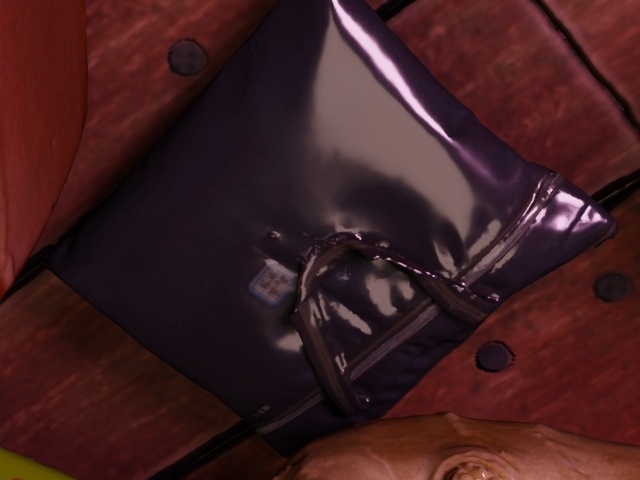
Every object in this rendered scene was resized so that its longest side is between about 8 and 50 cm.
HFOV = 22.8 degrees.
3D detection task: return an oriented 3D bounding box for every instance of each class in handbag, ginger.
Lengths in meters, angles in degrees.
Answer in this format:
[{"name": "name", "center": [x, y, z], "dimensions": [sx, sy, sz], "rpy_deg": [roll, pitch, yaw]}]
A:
[{"name": "handbag", "center": [0.000, 0.000, 0.850], "dimensions": [0.211, 0.088, 0.254], "rpy_deg": [41, 119, -9]}, {"name": "ginger", "center": [0.139, 0.191, 0.870], "dimensions": [0.375, 0.166, 0.236], "rpy_deg": [21, 142, -3]}]

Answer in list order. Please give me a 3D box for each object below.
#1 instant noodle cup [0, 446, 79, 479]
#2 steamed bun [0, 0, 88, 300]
[{"name": "instant noodle cup", "center": [-0.233, 0.240, 0.942], "dimensions": [0.308, 0.294, 0.294], "rpy_deg": [29, 121, 0]}, {"name": "steamed bun", "center": [-0.250, -0.134, 0.718], "dimensions": [0.248, 0.235, 0.379], "rpy_deg": [3, 121, 3]}]
